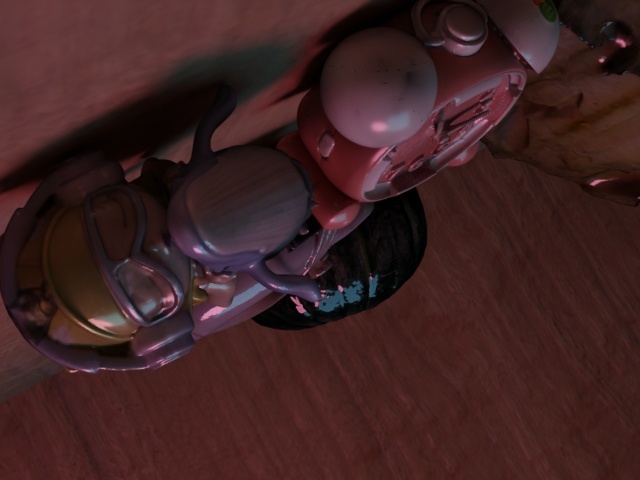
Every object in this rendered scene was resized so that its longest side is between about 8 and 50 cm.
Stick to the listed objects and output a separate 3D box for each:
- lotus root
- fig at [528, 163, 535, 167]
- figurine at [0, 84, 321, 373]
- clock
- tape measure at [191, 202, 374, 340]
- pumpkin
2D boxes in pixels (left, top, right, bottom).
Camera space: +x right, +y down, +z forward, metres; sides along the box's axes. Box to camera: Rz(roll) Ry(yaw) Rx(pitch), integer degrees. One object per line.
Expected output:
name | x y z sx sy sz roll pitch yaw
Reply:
lotus root | 0.224 -0.143 0.810 0.314 0.210 0.142 112 3 -79
fig | 0.268 -0.144 1.135 0.233 0.167 0.167 -37 -177 -37
figurine | -0.087 0.002 0.578 0.184 0.128 0.208 -25 -179 -20
clock | 0.055 -0.096 0.650 0.166 0.092 0.162 -27 168 -27
tape measure | -0.070 0.007 0.859 0.236 0.120 0.197 -34 -177 6
pumpkin | 0.000 0.000 1.066 0.221 0.161 0.220 -17 180 0
